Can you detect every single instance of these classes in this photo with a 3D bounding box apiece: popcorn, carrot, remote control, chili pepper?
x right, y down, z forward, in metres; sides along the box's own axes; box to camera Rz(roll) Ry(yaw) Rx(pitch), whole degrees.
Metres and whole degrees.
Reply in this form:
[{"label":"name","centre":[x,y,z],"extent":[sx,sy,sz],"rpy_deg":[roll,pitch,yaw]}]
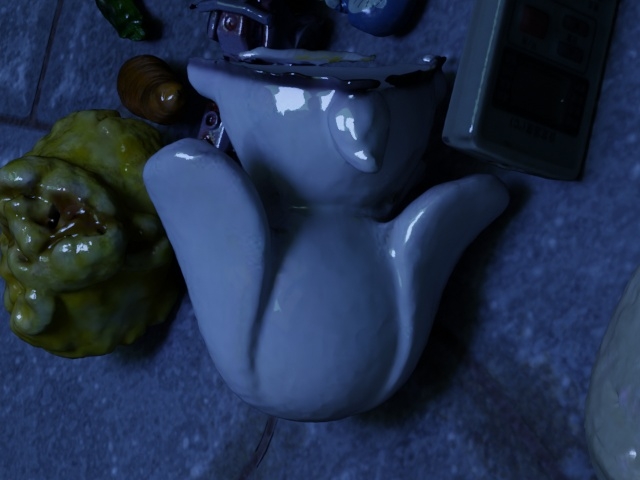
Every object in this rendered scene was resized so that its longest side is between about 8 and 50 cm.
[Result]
[{"label":"popcorn","centre":[-0.222,-0.013,1.298],"extent":[0.200,0.203,0.226],"rpy_deg":[44,103,36]},{"label":"carrot","centre":[-0.149,-0.133,1.293],"extent":[0.248,0.059,0.059],"rpy_deg":[-140,68,-72]},{"label":"remote control","centre":[0.165,-0.188,0.996],"extent":[0.038,0.123,0.285],"rpy_deg":[14,89,48]},{"label":"chili pepper","centre":[-0.207,-0.270,1.454],"extent":[0.073,0.050,0.182],"rpy_deg":[-27,63,31]}]

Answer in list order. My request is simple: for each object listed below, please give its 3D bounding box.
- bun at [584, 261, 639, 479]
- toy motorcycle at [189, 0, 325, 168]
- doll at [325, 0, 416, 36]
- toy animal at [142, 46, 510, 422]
[{"label":"bun","centre":[0.282,0.119,0.730],"extent":[0.361,0.213,0.361],"rpy_deg":[-12,74,46]},{"label":"toy motorcycle","centre":[-0.060,-0.158,1.224],"extent":[0.082,0.122,0.213],"rpy_deg":[17,94,33]},{"label":"doll","centre":[0.046,-0.205,1.176],"extent":[0.076,0.050,0.083],"rpy_deg":[-47,46,4]},{"label":"toy animal","centre":[0.014,-0.014,1.058],"extent":[0.174,0.249,0.289],"rpy_deg":[-118,9,-74]}]
